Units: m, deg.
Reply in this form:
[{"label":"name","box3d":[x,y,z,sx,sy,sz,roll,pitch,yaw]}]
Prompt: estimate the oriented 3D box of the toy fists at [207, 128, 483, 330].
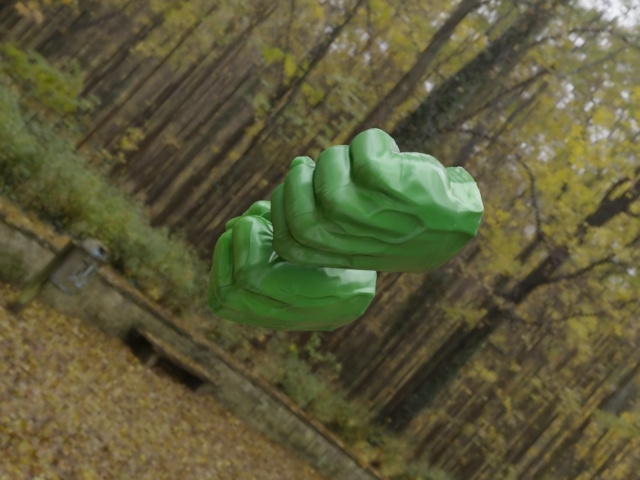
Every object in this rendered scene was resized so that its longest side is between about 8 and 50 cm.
[{"label":"toy fists","box3d":[0.000,0.000,0.798,0.142,0.096,0.279,5,-26,-33]}]
